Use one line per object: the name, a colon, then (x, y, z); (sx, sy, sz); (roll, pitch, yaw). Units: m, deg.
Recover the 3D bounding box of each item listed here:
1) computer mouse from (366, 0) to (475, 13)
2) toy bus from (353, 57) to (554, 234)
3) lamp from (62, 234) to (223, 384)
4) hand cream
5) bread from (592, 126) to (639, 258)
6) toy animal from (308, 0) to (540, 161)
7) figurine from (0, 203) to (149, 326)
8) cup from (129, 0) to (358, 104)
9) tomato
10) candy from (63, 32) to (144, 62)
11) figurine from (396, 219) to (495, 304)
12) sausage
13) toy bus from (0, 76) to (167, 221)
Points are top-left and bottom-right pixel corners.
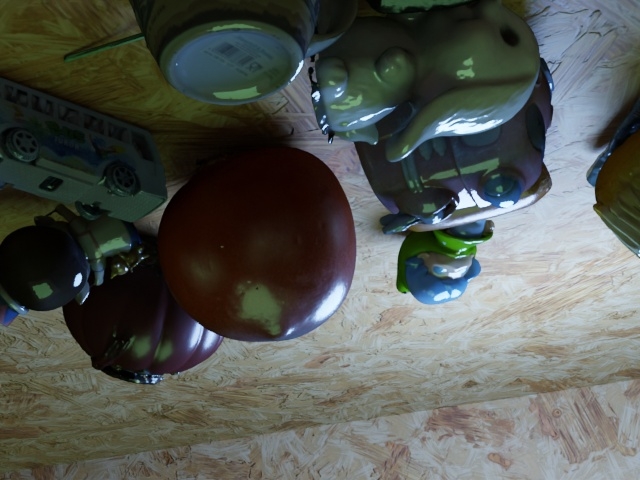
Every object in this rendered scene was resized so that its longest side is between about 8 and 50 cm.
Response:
computer mouse: (0.147, -0.315, 1.101); (0.217, 0.122, 0.073); (-10, 136, 7)
toy bus: (0.187, -0.140, 1.346); (0.294, 0.232, 0.197); (-13, 154, 17)
lamp: (-0.318, 0.126, 1.763); (0.303, 0.257, 0.303); (16, -176, -1)
hand cream: (0.507, -0.162, 1.576); (0.075, 0.052, 0.248); (-11, 152, -24)
bread: (0.607, -0.131, 1.492); (0.388, 0.183, 0.236); (-41, 157, 23)
toy animal: (0.113, -0.198, 1.170); (0.289, 0.249, 0.174); (8, 136, 20)
figurine: (-0.423, 0.027, 1.556); (0.275, 0.161, 0.158); (-30, -163, -27)
cup: (-0.072, -0.266, 0.994); (0.227, 0.257, 0.301); (-24, 152, 39)
tomato: (-0.093, 0.014, 1.516); (0.321, 0.322, 0.321); (-5, 155, -2)
candy: (-0.251, -0.254, 1.230); (0.202, 0.061, 0.061); (-9, 156, 26)
figurine: (0.240, 0.016, 1.827); (0.162, 0.143, 0.263); (-2, 139, -27)
sausage: (0.257, -0.080, 1.651); (0.274, 0.105, 0.105); (-14, 154, 16)
toy bus: (-0.374, -0.127, 1.359); (0.329, 0.136, 0.109); (18, 144, -41)
